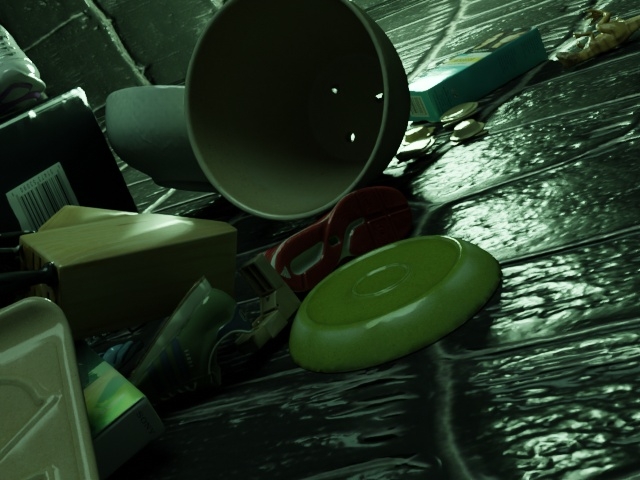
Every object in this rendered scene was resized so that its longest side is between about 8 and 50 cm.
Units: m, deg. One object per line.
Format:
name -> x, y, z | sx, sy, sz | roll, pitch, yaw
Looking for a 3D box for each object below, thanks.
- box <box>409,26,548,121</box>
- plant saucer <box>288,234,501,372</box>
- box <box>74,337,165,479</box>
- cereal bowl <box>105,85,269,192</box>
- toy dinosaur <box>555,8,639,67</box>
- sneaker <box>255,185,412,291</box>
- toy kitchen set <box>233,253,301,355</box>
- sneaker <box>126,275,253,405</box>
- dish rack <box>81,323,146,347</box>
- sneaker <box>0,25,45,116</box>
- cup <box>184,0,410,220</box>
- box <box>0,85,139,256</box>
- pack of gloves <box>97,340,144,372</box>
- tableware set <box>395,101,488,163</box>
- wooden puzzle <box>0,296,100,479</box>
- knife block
box -> 0.256, -0.279, 1.721 | 0.244, 0.060, 0.100 | -32, 20, -20
plant saucer -> 0.070, 0.055, 1.075 | 0.241, 0.037, 0.241 | -22, 19, 8
box -> -0.334, 0.177, 1.030 | 0.232, 0.058, 0.322 | -40, 42, -21
cereal bowl -> -0.198, -0.159, 1.727 | 0.338, 0.141, 0.339 | 3, -5, 0
toy dinosaur -> 0.474, -0.331, 1.618 | 0.211, 0.064, 0.112 | -30, 35, 14
sneaker -> 0.000, 0.000, 1.242 | 0.221, 0.087, 0.128 | -23, 5, -36
toy kitchen set -> -0.083, 0.076, 1.126 | 0.068, 0.075, 0.083 | -26, 15, 47
sneaker -> -0.145, 0.137, 1.070 | 0.192, 0.086, 0.064 | -54, 6, 6
dish rack -> -0.278, 0.096, 1.257 | 0.271, 0.074, 0.208 | -29, 6, 15
sneaker -> -0.516, -0.270, 1.604 | 0.114, 0.152, 0.305 | -26, 15, -18
cup -> 0.003, -0.199, 1.501 | 0.331, 0.331, 0.237 | -13, -3, 30
box -> -0.602, 0.017, 1.583 | 0.471, 0.297, 0.480 | -16, 16, 20
pack of gloves -> -0.306, 0.180, 1.141 | 0.195, 0.046, 0.232 | -29, 15, 19
tableware set -> 0.182, -0.164, 1.565 | 0.141, 0.020, 0.169 | -22, 19, 14
wooden puzzle -> -0.325, 0.246, 0.845 | 0.322, 0.080, 0.348 | -25, 48, -1
knife block -> -0.240, 0.048, 1.050 | 0.275, 0.088, 0.242 | 6, 23, 4
